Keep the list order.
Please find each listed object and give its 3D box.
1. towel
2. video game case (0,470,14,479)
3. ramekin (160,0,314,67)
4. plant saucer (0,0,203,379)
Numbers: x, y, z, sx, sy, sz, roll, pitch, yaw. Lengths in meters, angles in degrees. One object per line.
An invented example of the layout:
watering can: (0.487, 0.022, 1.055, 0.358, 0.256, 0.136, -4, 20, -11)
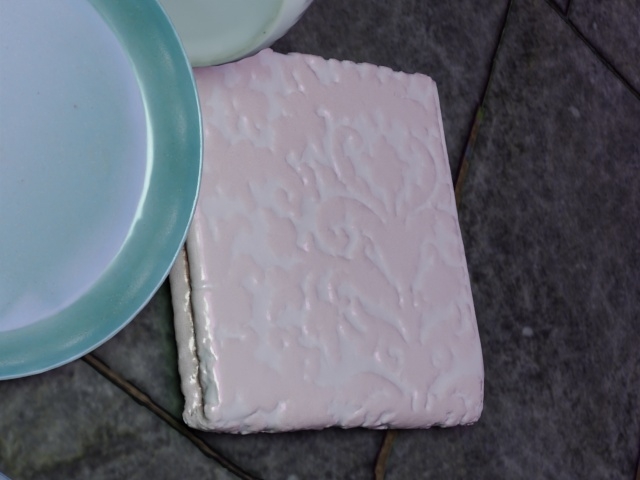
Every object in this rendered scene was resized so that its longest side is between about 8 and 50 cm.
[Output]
towel: (0.000, 0.000, 1.375, 0.332, 0.053, 0.317, 4, 72, -46)
video game case: (-0.182, 0.285, 1.105, 0.274, 0.026, 0.196, 42, 50, -29)
ramekin: (-0.103, -0.242, 1.185, 0.273, 0.273, 0.127, 45, 45, -26)
plant saucer: (-0.224, -0.067, 1.114, 0.317, 0.044, 0.317, -1, 91, -35)
